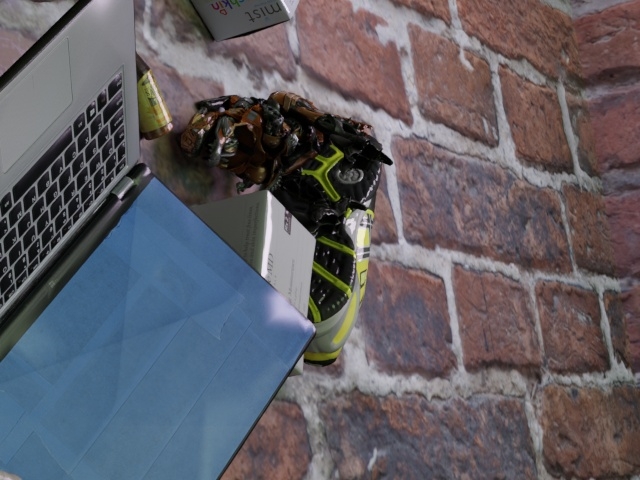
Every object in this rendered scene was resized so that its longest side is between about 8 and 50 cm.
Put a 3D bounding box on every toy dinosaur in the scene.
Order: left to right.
[{"bbox_3d":[-0.032,-0.131,2.065,0.322,0.218,0.164,-31,150,-35],"label":"toy dinosaur"}]

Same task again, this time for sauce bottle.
[{"bbox_3d":[-0.213,-0.182,1.900,0.128,0.042,0.042,67,28,-19],"label":"sauce bottle"}]

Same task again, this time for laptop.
[{"bbox_3d":[-0.178,0.030,1.508,0.408,0.236,0.382,94,22,-44],"label":"laptop"}]

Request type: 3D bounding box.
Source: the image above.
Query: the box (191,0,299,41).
[{"bbox_3d":[-0.105,-0.437,2.125,0.231,0.126,0.262,58,32,-34],"label":"box"}]

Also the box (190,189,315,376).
[{"bbox_3d":[-0.115,0.062,1.826,0.119,0.181,0.181,45,41,-47],"label":"box"}]

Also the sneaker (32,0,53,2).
[{"bbox_3d":[-0.298,-0.356,1.764,0.111,0.103,0.252,55,40,-44],"label":"sneaker"}]

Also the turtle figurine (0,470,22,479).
[{"bbox_3d":[-0.352,0.218,1.295,0.198,0.274,0.266,-55,141,-12],"label":"turtle figurine"}]

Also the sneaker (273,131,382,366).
[{"bbox_3d":[0.000,0.000,2.168,0.147,0.145,0.385,88,13,-45],"label":"sneaker"}]
